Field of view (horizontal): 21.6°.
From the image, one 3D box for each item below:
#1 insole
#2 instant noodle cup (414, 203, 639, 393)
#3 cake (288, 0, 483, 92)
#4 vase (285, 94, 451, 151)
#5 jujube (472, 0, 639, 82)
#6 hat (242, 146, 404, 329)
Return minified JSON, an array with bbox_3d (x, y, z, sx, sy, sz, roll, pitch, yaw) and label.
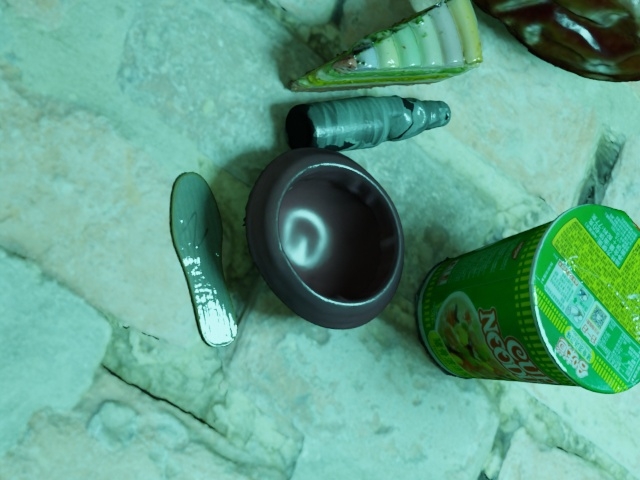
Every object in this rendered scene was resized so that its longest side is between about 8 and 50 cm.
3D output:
[{"bbox_3d":[-0.122,0.020,1.760,0.064,0.004,0.188,-12,89,-34],"label":"insole"},{"bbox_3d":[0.235,0.075,1.857,0.207,0.232,0.207,7,78,-34],"label":"instant noodle cup"},{"bbox_3d":[0.083,-0.198,1.870,0.225,0.109,0.090,-29,99,-34],"label":"cake"},{"bbox_3d":[0.060,-0.133,1.876,0.211,0.060,0.060,-9,88,-36],"label":"vase"},{"bbox_3d":[0.310,-0.342,1.958,0.377,0.276,0.276,26,68,-16],"label":"jujube"},{"bbox_3d":[0.000,0.000,1.797,0.205,0.089,0.205,9,74,-31],"label":"hat"}]
